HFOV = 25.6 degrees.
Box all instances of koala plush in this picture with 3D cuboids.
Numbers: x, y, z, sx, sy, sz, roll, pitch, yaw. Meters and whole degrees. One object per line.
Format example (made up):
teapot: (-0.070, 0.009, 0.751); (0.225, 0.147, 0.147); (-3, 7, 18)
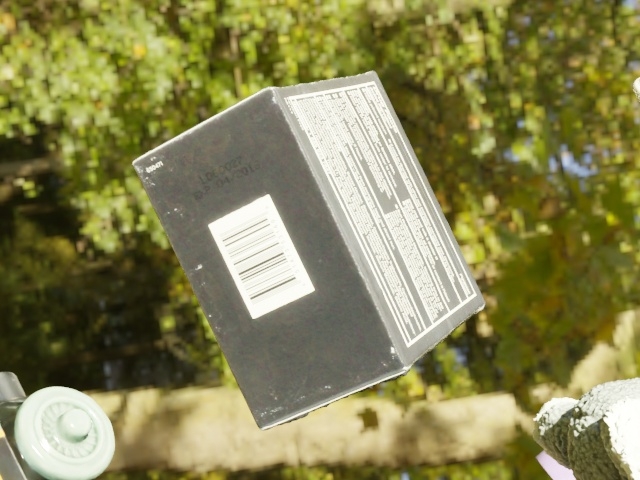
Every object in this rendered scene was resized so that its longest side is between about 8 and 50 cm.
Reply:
koala plush: (0.272, 0.178, 1.031); (0.203, 0.221, 0.196); (-61, -169, -7)

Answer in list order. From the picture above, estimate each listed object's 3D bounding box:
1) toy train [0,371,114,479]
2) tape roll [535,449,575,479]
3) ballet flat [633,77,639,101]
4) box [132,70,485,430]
toy train: (-0.205, 0.246, 0.976); (0.142, 0.190, 0.334); (-46, -113, 39)
tape roll: (0.325, 0.283, 1.524); (0.189, 0.080, 0.189); (50, 2, -2)
ballet flat: (0.480, -0.088, 1.451); (0.139, 0.400, 0.139); (-12, -103, 62)
box: (0.000, 0.000, 1.447); (0.296, 0.183, 0.294); (65, 24, 1)
